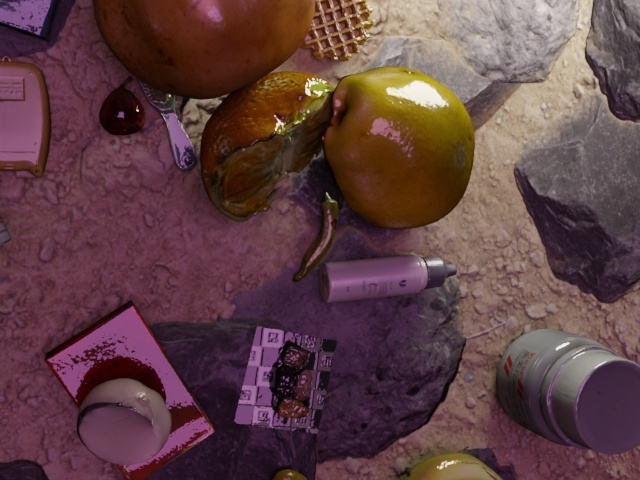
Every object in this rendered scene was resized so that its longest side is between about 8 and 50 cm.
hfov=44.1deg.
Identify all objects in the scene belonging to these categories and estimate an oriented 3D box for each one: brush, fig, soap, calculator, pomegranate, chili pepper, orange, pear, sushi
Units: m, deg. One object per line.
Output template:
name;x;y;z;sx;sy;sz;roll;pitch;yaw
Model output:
brush;-0.313;-0.282;1.596;0.068;0.060;0.296;-24;98;-17
fig;-0.396;-0.273;1.569;0.089;0.089;0.125;-3;68;-16
soap;-0.084;0.562;1.705;0.089;0.045;0.140;33;84;-12
calculator;-0.604;-0.239;1.526;0.157;0.033;0.236;-2;91;-15
pomegranate;-0.216;-0.462;1.432;0.417;0.417;0.416;-1;92;-16
chili pepper;0.001;0.000;1.711;0.049;0.043;0.208;21;87;-29
orange;-0.112;-0.194;1.563;0.196;0.262;0.334;27;64;25
pear;0.197;-0.189;1.600;0.387;0.192;0.340;18;80;-50
sushi;-0.067;0.307;1.697;0.192;0.050;0.215;12;88;-17

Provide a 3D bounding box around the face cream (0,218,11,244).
face cream;-0.720;-0.132;1.437;0.145;0.145;0.369;-29;99;-13

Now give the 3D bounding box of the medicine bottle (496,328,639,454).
medicine bottle;0.561;0.333;1.751;0.245;0.306;0.244;-1;92;-17

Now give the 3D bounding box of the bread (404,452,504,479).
bread;0.281;0.554;1.767;0.261;0.158;0.156;3;81;-16

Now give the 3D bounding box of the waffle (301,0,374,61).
waffle;0.027;-0.473;1.700;0.191;0.038;0.191;-1;92;-17

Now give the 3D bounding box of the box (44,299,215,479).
box;-0.378;0.304;1.585;0.197;0.089;0.313;-33;100;-13

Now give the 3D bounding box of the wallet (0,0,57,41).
wallet;-0.566;-0.593;1.516;0.191;0.046;0.378;16;89;-16

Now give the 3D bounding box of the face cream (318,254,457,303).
face cream;0.155;0.078;1.734;0.312;0.092;0.092;-6;94;-17

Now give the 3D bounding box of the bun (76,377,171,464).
bun;-0.363;0.330;1.482;0.173;0.119;0.172;3;120;5
